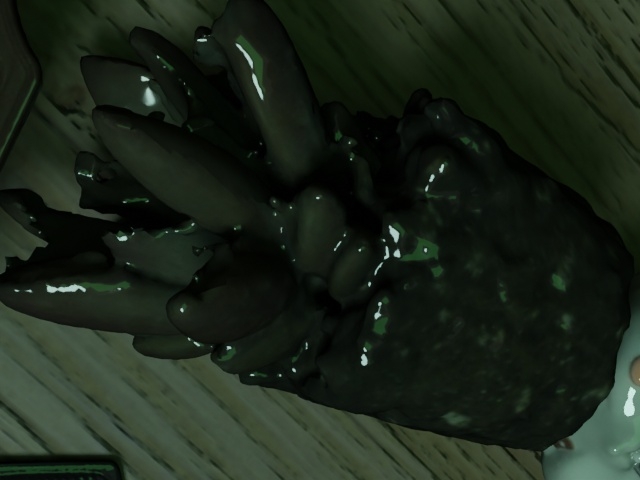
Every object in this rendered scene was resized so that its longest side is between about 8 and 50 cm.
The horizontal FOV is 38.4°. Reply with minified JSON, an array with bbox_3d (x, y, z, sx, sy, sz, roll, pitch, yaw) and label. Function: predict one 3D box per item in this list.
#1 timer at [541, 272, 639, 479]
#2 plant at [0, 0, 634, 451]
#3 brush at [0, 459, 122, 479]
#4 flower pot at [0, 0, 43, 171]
[{"bbox_3d":[0.272,0.129,0.570,0.315,0.291,0.291,22,91,6],"label":"timer"},{"bbox_3d":[0.000,0.000,0.499,0.320,0.194,0.182,24,78,-22],"label":"plant"},{"bbox_3d":[-0.212,0.160,0.531,0.193,0.016,0.063,3,96,-17],"label":"brush"},{"bbox_3d":[-0.238,-0.028,0.448,0.178,0.084,0.251,26,91,3],"label":"flower pot"}]
